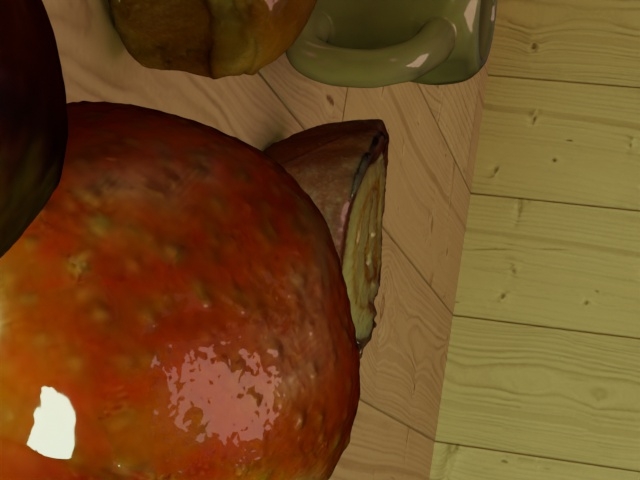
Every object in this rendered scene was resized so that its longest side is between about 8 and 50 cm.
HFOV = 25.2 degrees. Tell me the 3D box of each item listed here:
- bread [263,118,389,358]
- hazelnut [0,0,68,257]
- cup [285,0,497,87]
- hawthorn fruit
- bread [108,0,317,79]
[{"bbox_3d":[-0.004,0.005,1.486,0.190,0.123,0.244,-45,139,-65],"label":"bread"},{"bbox_3d":[-0.202,-0.064,0.502,0.251,0.217,0.217,46,51,-85],"label":"hazelnut"},{"bbox_3d":[0.070,-0.251,1.494,0.255,0.202,0.173,-30,125,-72],"label":"cup"},{"bbox_3d":[-0.130,0.057,0.759,0.299,0.275,0.275,-1,98,-56],"label":"hawthorn fruit"},{"bbox_3d":[-0.051,-0.274,1.120,0.344,0.148,0.195,-67,158,-48],"label":"bread"}]
